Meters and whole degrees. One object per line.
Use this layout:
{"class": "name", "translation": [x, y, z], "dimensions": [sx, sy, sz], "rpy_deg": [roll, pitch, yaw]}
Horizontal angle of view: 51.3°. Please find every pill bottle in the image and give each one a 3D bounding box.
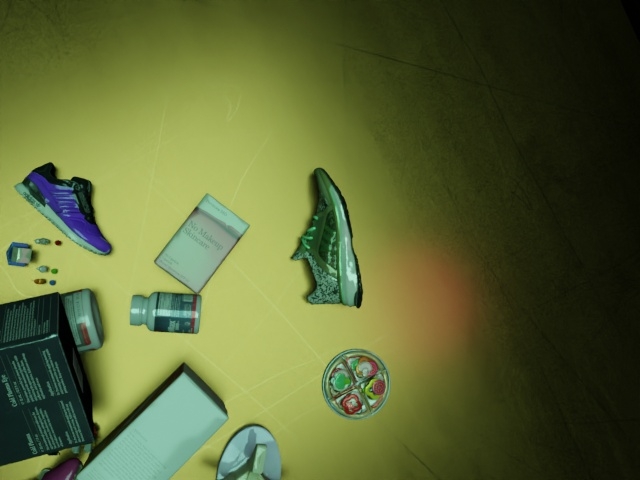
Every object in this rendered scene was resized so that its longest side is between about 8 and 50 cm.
{"class": "pill bottle", "translation": [-0.410, 0.191, 1.774], "dimensions": [0.180, 0.108, 0.108], "rpy_deg": [5, 86, -11]}
{"class": "pill bottle", "translation": [-0.709, 0.228, 1.684], "dimensions": [0.283, 0.161, 0.161], "rpy_deg": [-12, 90, -12]}

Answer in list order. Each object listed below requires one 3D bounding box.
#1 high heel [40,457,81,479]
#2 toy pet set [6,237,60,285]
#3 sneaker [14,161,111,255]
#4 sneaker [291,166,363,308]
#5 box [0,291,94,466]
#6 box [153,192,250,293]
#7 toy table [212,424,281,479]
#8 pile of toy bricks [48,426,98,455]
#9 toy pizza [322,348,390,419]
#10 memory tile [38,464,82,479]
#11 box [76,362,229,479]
{"class": "high heel", "translation": [-0.754, 0.634, 1.629], "dimensions": [0.181, 0.127, 0.377], "rpy_deg": [40, 99, -16]}
{"class": "toy pet set", "translation": [-0.756, 0.050, 1.748], "dimensions": [0.114, 0.065, 0.122], "rpy_deg": [10, 87, -46]}
{"class": "sneaker", "translation": [-0.640, -0.091, 1.745], "dimensions": [0.293, 0.102, 0.146], "rpy_deg": [43, 79, -7]}
{"class": "sneaker", "translation": [0.000, 0.000, 1.862], "dimensions": [0.182, 0.158, 0.410], "rpy_deg": [-11, 84, 6]}
{"class": "box", "translation": [-0.719, 0.330, 1.534], "dimensions": [0.312, 0.179, 0.343], "rpy_deg": [-12, 123, -14]}
{"class": "box", "translation": [-0.318, 0.010, 1.793], "dimensions": [0.149, 0.127, 0.232], "rpy_deg": [37, 81, -7]}
{"class": "toy table", "translation": [-0.188, 0.646, 1.770], "dimensions": [0.252, 0.161, 0.274], "rpy_deg": [0, 88, -11]}
{"class": "pile of toy bricks", "translation": [-0.690, 0.482, 1.717], "dimensions": [0.212, 0.118, 0.105], "rpy_deg": [-3, 48, -1]}
{"class": "toy pizza", "translation": [0.106, 0.413, 1.906], "dimensions": [0.201, 0.032, 0.201], "rpy_deg": [1, 87, -11]}
{"class": "memory tile", "translation": [-0.668, 0.660, 1.746], "dimensions": [0.113, 0.012, 0.148], "rpy_deg": [-13, 90, -12]}
{"class": "box", "translation": [-0.418, 0.502, 1.701], "dimensions": [0.345, 0.215, 0.168], "rpy_deg": [-44, 95, -11]}
